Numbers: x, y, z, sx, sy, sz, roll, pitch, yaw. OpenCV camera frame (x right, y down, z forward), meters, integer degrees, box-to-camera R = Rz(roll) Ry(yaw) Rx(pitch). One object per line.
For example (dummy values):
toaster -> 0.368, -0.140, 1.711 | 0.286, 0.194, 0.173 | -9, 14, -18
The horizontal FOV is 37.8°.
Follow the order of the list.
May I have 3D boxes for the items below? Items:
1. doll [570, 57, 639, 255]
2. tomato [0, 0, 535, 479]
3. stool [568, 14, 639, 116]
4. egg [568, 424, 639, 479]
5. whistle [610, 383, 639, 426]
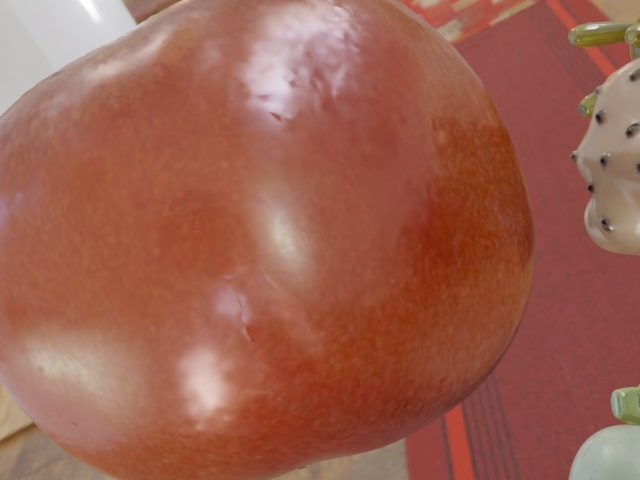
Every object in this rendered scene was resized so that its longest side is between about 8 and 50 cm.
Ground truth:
doll -> 0.246, -0.033, 0.551 | 0.119, 0.154, 0.278 | 4, 18, -14
tomato -> -0.044, 0.011, 0.573 | 0.341, 0.272, 0.341 | -26, -10, -5
stool -> 0.347, -0.194, 1.012 | 0.110, 0.134, 0.135 | -24, -24, -24
egg -> 0.347, 0.307, 0.924 | 0.183, 0.264, 0.183 | -28, -12, -7
whistle -> 0.431, 0.203, 1.115 | 0.085, 0.227, 0.105 | -28, 56, 51
